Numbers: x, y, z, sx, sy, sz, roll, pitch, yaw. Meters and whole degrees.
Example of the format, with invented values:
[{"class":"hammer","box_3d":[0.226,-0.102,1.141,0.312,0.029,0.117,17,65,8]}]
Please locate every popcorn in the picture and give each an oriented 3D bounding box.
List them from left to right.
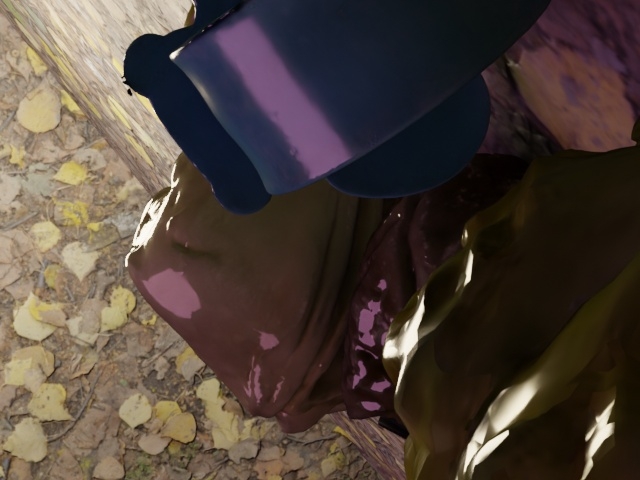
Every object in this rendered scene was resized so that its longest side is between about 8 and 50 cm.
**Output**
[{"class":"popcorn","box_3d":[0.156,0.057,0.413,0.237,0.293,0.293,13,178,-15]}]

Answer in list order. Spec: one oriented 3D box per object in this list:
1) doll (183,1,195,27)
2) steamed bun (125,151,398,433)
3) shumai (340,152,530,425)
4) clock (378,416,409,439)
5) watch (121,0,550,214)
[{"class":"doll","box_3d":[-0.034,-0.139,0.768,0.143,0.135,0.221,15,-172,-28]},{"class":"steamed bun","box_3d":[0.000,0.002,0.911,0.289,0.203,0.276,46,-160,-41]},{"class":"shumai","box_3d":[0.109,0.075,0.718,0.184,0.218,0.185,6,-145,-31]},{"class":"clock","box_3d":[0.197,0.201,0.887,0.278,0.049,0.273,23,175,-10]},{"class":"watch","box_3d":[0.008,-0.099,0.567,0.211,0.211,0.193,52,174,-12]}]
